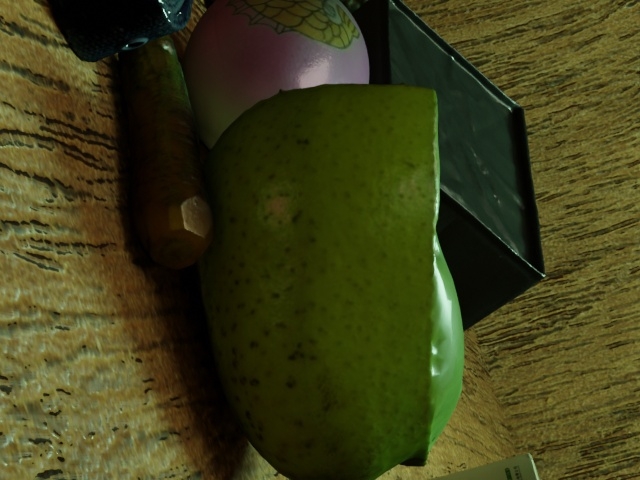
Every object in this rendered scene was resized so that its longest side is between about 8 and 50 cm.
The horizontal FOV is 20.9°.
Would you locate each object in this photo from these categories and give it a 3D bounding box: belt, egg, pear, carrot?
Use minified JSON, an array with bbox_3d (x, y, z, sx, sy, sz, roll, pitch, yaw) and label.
[{"bbox_3d":[-0.154,-0.242,1.490,0.218,0.128,0.122,-90,159,-60],"label":"belt"},{"bbox_3d":[-0.045,-0.161,1.761,0.271,0.196,0.196,-95,163,-54],"label":"egg"},{"bbox_3d":[0.004,0.068,1.508,0.342,0.238,0.318,88,2,-62],"label":"pear"},{"bbox_3d":[-0.135,-0.083,1.478,0.070,0.070,0.260,60,13,-47],"label":"carrot"}]

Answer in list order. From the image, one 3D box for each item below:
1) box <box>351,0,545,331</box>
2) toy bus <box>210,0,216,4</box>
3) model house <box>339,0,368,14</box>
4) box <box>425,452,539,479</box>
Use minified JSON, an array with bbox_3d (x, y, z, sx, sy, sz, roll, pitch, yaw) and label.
[{"bbox_3d":[0.084,-0.071,1.947,0.251,0.204,0.345,39,30,-27],"label":"box"},{"bbox_3d":[-0.138,-0.416,2.062,0.092,0.093,0.409,-103,172,-78],"label":"toy bus"},{"bbox_3d":[0.016,-0.175,2.331,0.271,0.190,0.301,59,34,-70],"label":"model house"},{"bbox_3d":[0.214,0.395,2.181,0.095,0.168,0.212,65,10,-51],"label":"box"}]
